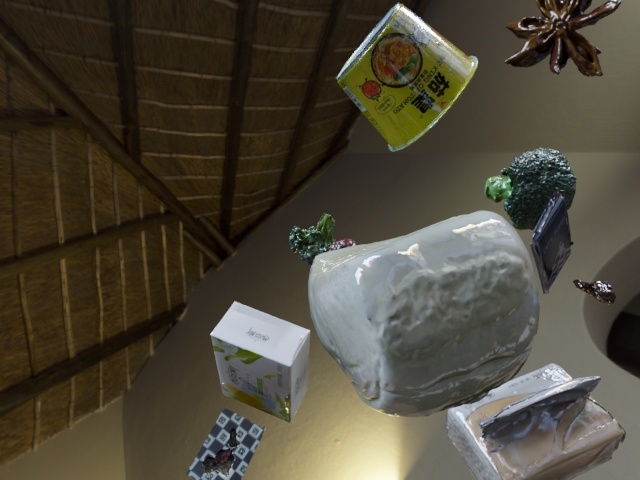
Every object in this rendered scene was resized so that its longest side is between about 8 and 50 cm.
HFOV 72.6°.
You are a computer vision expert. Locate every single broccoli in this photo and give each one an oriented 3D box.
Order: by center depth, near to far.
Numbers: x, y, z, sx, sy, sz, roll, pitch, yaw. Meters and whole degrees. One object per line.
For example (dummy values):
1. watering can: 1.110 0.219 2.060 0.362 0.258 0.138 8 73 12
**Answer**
1. broccoli: 0.000 0.000 1.259 0.167 0.154 0.160 24 -85 9
2. broccoli: 0.683 -0.165 1.446 0.297 0.297 0.298 -4 -83 -38

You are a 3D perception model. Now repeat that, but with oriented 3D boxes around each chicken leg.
1. chicken leg: 0.712 0.127 1.129 0.205 0.093 0.053 19 -89 -64

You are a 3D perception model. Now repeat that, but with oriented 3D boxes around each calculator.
1. calculator: 0.577 0.011 1.084 0.166 0.028 0.274 -54 -45 -14

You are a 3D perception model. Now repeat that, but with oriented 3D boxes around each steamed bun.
1. steamed bun: 0.117 0.108 0.599 0.246 0.383 0.237 -15 -91 -10

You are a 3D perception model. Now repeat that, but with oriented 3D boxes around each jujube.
1. jujube: 0.045 0.059 0.863 0.077 0.077 0.130 2 -78 -27

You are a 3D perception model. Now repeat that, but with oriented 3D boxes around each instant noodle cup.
1. instant noodle cup: 0.212 -0.443 1.169 0.254 0.325 0.326 38 -97 -14

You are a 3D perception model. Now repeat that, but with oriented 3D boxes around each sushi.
1. sushi: -0.254 0.578 1.195 0.139 0.031 0.201 27 -131 4

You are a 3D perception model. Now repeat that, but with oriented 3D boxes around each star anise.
1. star anise: 0.458 -0.407 0.839 0.111 0.196 0.213 -27 -72 -57

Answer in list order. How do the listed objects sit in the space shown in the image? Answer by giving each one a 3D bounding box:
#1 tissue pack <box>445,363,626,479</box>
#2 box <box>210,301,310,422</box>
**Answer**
1. tissue pack: 0.468 0.405 0.967 0.305 0.238 0.239 -17 -71 -11
2. box: -0.133 0.288 1.013 0.261 0.194 0.111 91 -158 -44
